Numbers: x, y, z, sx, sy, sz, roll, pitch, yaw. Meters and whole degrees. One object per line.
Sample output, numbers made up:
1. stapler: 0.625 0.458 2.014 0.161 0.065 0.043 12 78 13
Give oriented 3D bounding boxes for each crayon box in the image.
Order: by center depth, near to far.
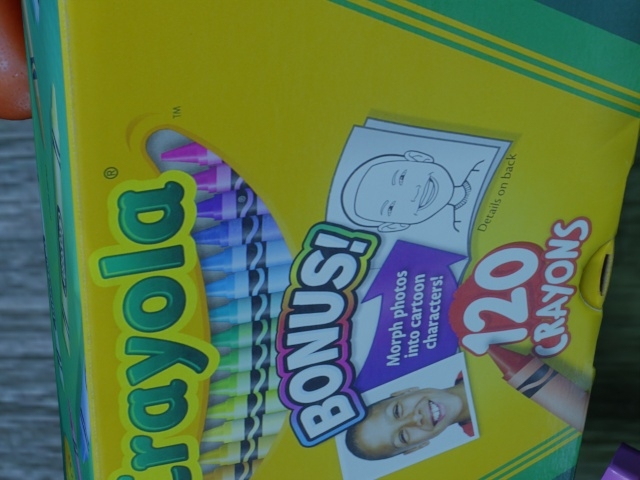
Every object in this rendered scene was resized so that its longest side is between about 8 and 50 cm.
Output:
1. crayon box: 0.000 0.000 0.477 0.165 0.081 0.278 -9 129 -15

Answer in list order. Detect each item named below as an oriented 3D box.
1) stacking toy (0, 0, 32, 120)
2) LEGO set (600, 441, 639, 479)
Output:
1. stacking toy: -0.166 -0.071 0.530 0.330 0.141 0.141 -12 116 11
2. LEGO set: 0.177 0.030 0.519 0.093 0.087 0.227 29 123 13
